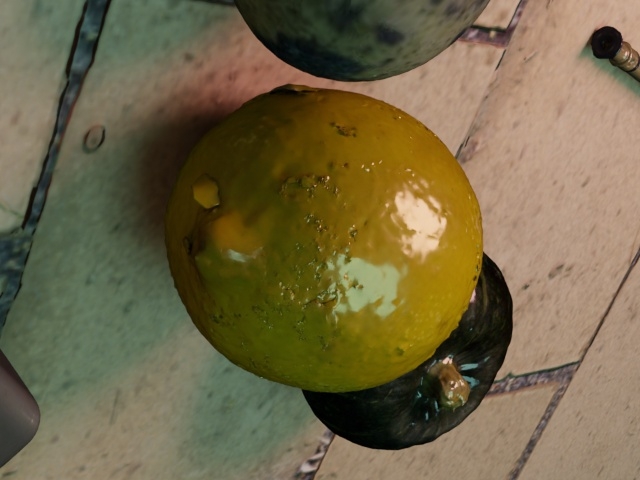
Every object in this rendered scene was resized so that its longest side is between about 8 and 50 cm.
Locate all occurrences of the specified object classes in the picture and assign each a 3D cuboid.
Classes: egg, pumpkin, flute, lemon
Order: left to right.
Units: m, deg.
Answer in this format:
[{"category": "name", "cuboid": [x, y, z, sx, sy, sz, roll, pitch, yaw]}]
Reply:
[{"category": "lemon", "cuboid": [0.000, 0.000, 0.671, 0.206, 0.173, 0.173, 7, 117, -53]}, {"category": "egg", "cuboid": [0.030, -0.165, 0.584, 0.182, 0.141, 0.141, -57, 143, -3]}, {"category": "pumpkin", "cuboid": [0.061, 0.070, 0.835, 0.167, 0.125, 0.167, -38, 139, -43]}, {"category": "flute", "cuboid": [0.278, -0.123, 0.959, 0.233, 0.027, 0.027, 18, 109, -51]}]

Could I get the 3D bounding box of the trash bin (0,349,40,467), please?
[{"category": "trash bin", "cuboid": [-0.220, 0.002, 0.452, 0.101, 0.176, 0.236, -41, 146, -11]}]
